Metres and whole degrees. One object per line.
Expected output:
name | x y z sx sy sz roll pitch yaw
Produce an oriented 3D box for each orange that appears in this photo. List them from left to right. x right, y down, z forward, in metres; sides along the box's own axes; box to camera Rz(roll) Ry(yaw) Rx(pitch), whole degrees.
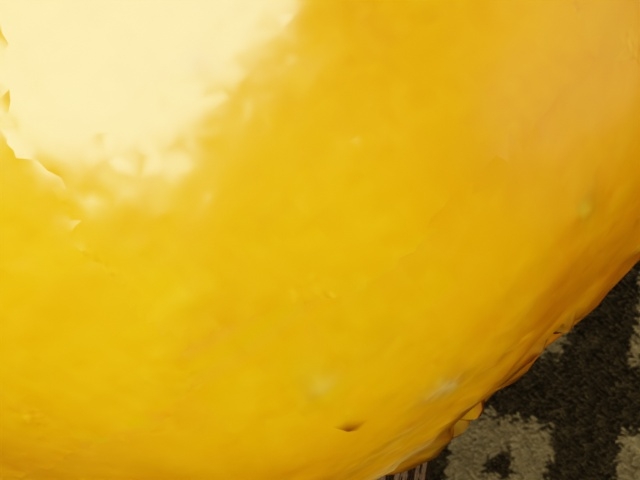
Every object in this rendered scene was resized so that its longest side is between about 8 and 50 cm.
orange | -0.041 -0.075 0.512 0.312 0.312 0.312 8 90 -81
